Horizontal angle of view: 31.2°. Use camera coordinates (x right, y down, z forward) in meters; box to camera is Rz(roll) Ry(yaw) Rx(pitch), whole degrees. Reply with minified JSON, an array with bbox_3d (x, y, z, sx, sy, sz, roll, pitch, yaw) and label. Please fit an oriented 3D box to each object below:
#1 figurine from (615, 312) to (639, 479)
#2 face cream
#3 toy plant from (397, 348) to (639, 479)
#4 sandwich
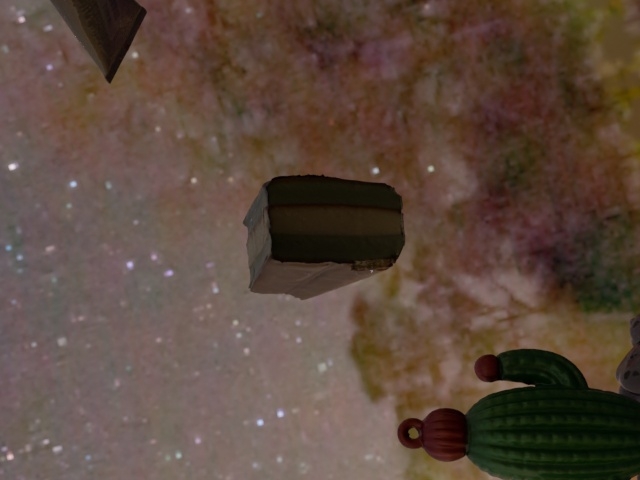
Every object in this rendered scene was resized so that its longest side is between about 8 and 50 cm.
[{"bbox_3d":[0.485,0.272,1.463,0.248,0.203,0.380,-142,46,-71],"label":"figurine"},{"bbox_3d":[-0.346,-0.364,1.686,0.137,0.084,0.341,-66,-19,-13],"label":"face cream"},{"bbox_3d":[0.213,0.183,1.149,0.154,0.240,0.088,-63,-13,-18],"label":"toy plant"},{"bbox_3d":[0.000,0.001,1.894,0.198,0.228,0.155,125,144,-64],"label":"sandwich"}]
